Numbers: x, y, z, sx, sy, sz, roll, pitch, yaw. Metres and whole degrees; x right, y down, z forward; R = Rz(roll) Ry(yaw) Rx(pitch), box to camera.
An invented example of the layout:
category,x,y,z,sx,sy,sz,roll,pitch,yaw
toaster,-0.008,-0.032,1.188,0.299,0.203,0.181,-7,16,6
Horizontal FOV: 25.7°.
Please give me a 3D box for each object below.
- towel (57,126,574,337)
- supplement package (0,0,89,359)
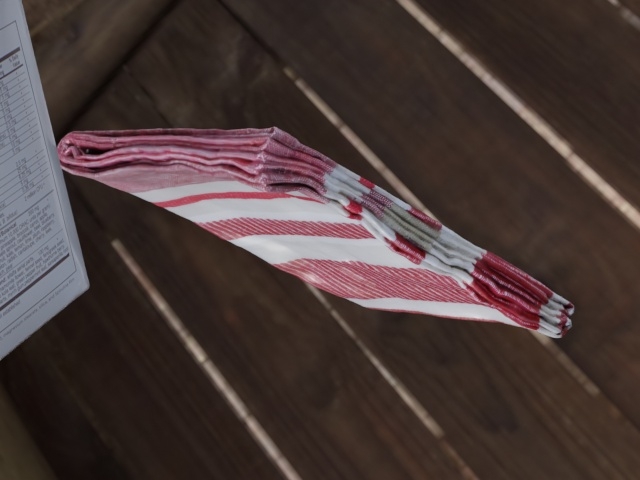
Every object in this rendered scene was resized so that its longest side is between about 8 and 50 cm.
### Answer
category,x,y,z,sx,sy,sz,roll,pitch,yaw
towel,0.000,0.000,1.009,0.329,0.237,0.037,28,75,-39
supplement package,-0.266,-0.057,0.660,0.198,0.199,0.262,-45,134,-49
